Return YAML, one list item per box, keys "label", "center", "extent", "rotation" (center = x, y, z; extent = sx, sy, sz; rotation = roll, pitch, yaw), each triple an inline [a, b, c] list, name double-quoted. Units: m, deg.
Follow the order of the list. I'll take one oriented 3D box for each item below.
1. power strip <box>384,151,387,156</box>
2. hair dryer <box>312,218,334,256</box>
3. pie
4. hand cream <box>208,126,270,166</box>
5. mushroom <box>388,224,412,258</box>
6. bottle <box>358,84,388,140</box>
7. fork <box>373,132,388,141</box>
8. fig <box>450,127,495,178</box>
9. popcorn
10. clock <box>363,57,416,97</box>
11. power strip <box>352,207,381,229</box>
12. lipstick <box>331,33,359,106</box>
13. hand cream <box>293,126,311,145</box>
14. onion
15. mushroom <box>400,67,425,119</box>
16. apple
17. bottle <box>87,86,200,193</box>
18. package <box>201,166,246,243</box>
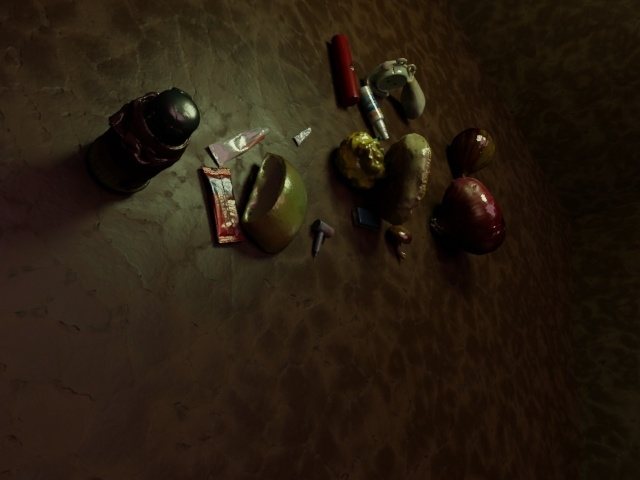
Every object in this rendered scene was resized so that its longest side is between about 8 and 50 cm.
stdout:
- label: "power strip"
  center: [0.320, -0.341, 1.819]
  extent: [0.272, 0.052, 0.078]
  rotation: [-37, 101, -49]
- label: "hair dryer"
  center: [0.000, 0.000, 1.338]
  extent: [0.063, 0.037, 0.114]
  rotation: [34, 59, -36]
- label: "pie"
  center: [0.265, -0.210, 1.536]
  extent: [0.093, 0.315, 0.314]
  rotation: [11, 63, -16]
- label: "hand cream"
  center: [-0.210, -0.262, 1.220]
  extent: [0.052, 0.038, 0.216]
  rotation: [43, 47, 7]
- label: "mushroom"
  center: [0.295, 0.000, 1.631]
  extent: [0.088, 0.073, 0.129]
  rotation: [-38, 107, -80]
- label: "bottle"
  center: [0.207, -0.488, 1.746]
  extent: [0.060, 0.060, 0.217]
  rotation: [-29, 93, -50]
- label: "fork"
  center: [0.206, -0.381, 1.737]
  extent: [0.235, 0.021, 0.039]
  rotation: [-34, 104, -51]
- label: "fig"
  center: [0.717, -0.371, 2.179]
  extent: [0.217, 0.217, 0.320]
  rotation: [27, 74, -38]
- label: "popcorn"
  center: [0.144, -0.274, 1.522]
  extent: [0.198, 0.156, 0.197]
  rotation: [36, 37, -33]
- label: "clock"
  center: [0.279, -0.650, 1.801]
  extent: [0.152, 0.191, 0.062]
  rotation: [5, 69, -46]
- label: "power strip"
  center: [0.158, -0.073, 1.540]
  extent: [0.123, 0.032, 0.056]
  rotation: [11, 66, -45]
- label: "lipstick"
  center: [0.090, -0.633, 1.680]
  extent: [0.073, 0.073, 0.279]
  rotation: [9, 67, -46]
- label: "hand cream"
  center: [-0.055, -0.332, 1.434]
  extent: [0.030, 0.019, 0.093]
  rotation: [55, 49, -18]
- label: "onion"
  center: [0.597, -0.085, 1.886]
  extent: [0.347, 0.286, 0.347]
  rotation: [-19, 90, -89]
- label: "mushroom"
  center: [0.382, -0.623, 1.922]
  extent: [0.093, 0.116, 0.225]
  rotation: [-44, 143, -12]
- label: "apple"
  center: [-0.093, -0.095, 1.214]
  extent: [0.193, 0.120, 0.264]
  rotation: [46, 46, -40]
- label: "bottle"
  center: [-0.336, -0.190, 0.861]
  extent: [0.143, 0.271, 0.156]
  rotation: [24, 57, -40]
- label: "package"
  center: [-0.238, -0.090, 1.118]
  extent: [0.083, 0.022, 0.200]
  rotation: [-3, 75, -49]
